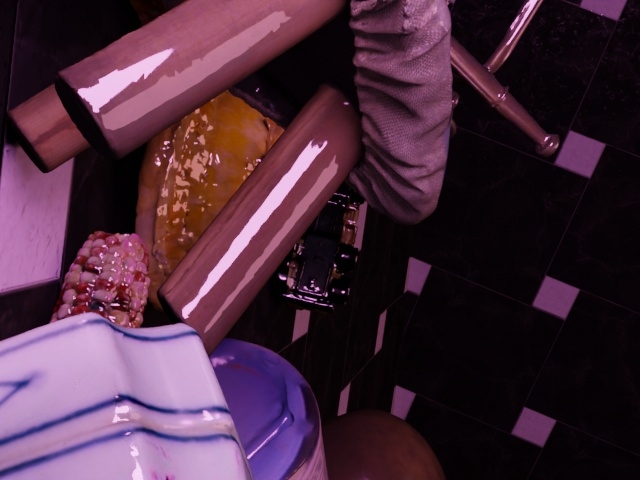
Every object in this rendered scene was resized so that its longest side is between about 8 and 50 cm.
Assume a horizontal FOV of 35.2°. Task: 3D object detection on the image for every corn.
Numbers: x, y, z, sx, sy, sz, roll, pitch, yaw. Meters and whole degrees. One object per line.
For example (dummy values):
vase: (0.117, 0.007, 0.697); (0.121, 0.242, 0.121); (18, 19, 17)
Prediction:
corn: (-0.219, 0.124, 0.904); (0.092, 0.092, 0.280); (73, 24, -64)

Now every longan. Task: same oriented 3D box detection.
longan: (0.079, 0.518, 1.940); (0.404, 0.336, 0.404); (-1, 90, -89)

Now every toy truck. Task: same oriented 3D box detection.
toy truck: (0.001, -0.003, 1.737); (0.127, 0.127, 0.257); (111, -9, -75)

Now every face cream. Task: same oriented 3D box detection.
face cream: (-0.115, 0.258, 1.080); (0.249, 0.249, 0.225); (-68, 161, -46)

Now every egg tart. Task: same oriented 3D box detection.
egg tart: (-0.108, -0.066, 1.151); (0.341, 0.132, 0.341); (9, 90, -80)

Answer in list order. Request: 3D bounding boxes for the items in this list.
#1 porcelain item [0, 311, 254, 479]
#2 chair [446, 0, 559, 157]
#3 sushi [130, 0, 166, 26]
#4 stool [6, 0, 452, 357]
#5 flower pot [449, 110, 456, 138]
porcelain item: (-0.177, 0.197, 0.643); (0.281, 0.286, 0.157); (85, -15, -53)
chair: (0.126, -0.373, 1.130); (0.362, 0.410, 0.364); (-59, -163, 8)
sushi: (-0.116, -0.276, 0.949); (0.167, 0.179, 0.296); (-35, 133, -50)
stool: (-0.090, -0.123, 0.686); (0.226, 0.310, 0.310); (-36, 149, -15)
flower pot: (0.124, -0.274, 1.766); (0.302, 0.213, 0.302); (-4, 90, -82)
